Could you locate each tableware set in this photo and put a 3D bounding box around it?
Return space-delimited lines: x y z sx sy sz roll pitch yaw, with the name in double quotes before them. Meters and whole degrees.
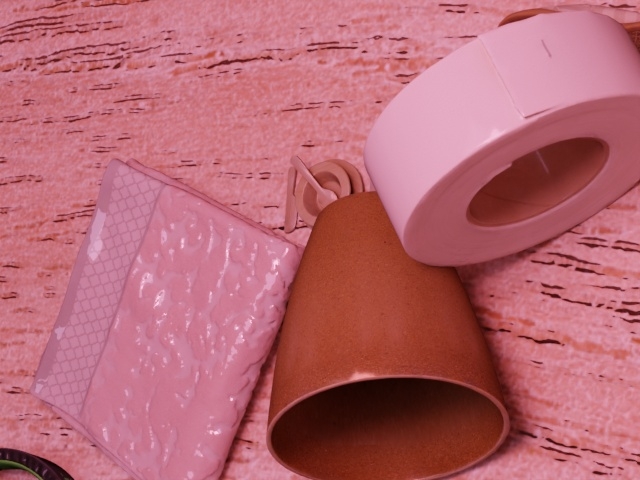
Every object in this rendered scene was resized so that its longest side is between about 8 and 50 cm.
"tableware set" 0.000 0.000 1.810 0.128 0.039 0.194 -4 75 35

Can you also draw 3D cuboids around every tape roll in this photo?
"tape roll" 0.187 -0.092 1.543 0.286 0.286 0.100 -35 63 24

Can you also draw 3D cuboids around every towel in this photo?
"towel" -0.188 0.102 1.891 0.317 0.053 0.332 28 101 37

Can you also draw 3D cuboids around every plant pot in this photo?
"plant pot" 0.057 0.085 1.649 0.237 0.237 0.254 -25 51 28

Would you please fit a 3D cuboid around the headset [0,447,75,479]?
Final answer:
"headset" -0.464 0.392 1.947 0.394 0.185 0.243 -24 64 16

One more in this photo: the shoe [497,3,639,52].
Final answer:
"shoe" 0.278 -0.201 1.661 0.219 0.058 0.076 12 117 41
